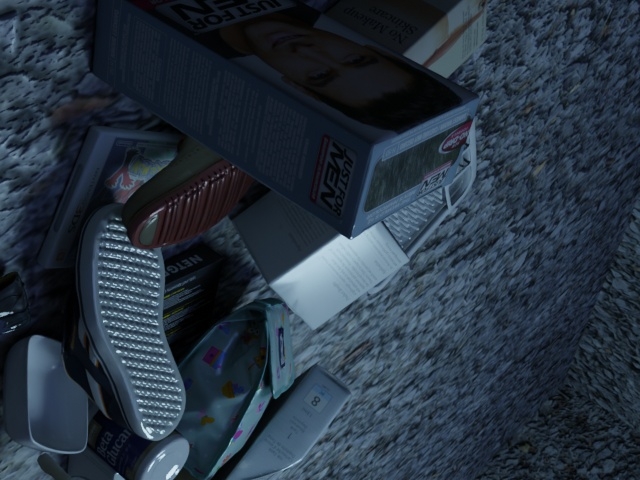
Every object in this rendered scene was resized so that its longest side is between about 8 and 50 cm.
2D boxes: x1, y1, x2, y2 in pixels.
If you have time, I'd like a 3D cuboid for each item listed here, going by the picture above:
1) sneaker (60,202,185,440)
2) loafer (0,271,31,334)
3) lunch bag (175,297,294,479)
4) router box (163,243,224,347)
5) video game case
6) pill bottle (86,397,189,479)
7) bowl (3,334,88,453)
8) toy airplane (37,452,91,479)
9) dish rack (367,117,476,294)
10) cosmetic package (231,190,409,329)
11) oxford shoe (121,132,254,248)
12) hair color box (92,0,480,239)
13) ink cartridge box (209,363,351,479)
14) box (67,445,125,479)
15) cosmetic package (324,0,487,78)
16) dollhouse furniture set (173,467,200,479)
[{"bbox_3d":[-0.264,0.099,1.283,0.126,0.127,0.321,-33,127,-44],"label":"sneaker"},{"bbox_3d":[-0.396,0.080,1.138,0.170,0.062,0.061,-22,116,-55],"label":"loafer"},{"bbox_3d":[-0.133,0.203,1.563,0.262,0.160,0.223,-58,173,3],"label":"lunch bag"},{"bbox_3d":[-0.220,0.094,1.458,0.179,0.046,0.133,-26,141,-47],"label":"router box"},{"bbox_3d":[-0.241,-0.051,1.282,0.201,0.023,0.183,-3,123,-59],"label":"video game case"},{"bbox_3d":[-0.270,0.264,1.425,0.094,0.169,0.094,-41,149,-30],"label":"pill bottle"},{"bbox_3d":[-0.347,0.197,1.292,0.142,0.053,0.142,42,38,-65],"label":"bowl"},{"bbox_3d":[-0.442,0.408,1.249,0.384,0.272,0.386,-24,174,21],"label":"toy airplane"},{"bbox_3d":[0.155,-0.085,1.875,0.333,0.072,0.285,-48,154,-17],"label":"dish rack"},{"bbox_3d":[0.000,0.000,1.522,0.183,0.151,0.151,-35,139,4],"label":"cosmetic package"},{"bbox_3d":[-0.136,-0.111,1.277,0.348,0.130,0.123,-40,167,-41],"label":"oxford shoe"},{"bbox_3d":[-0.045,-0.163,1.085,0.185,0.374,0.114,-29,143,-44],"label":"hair color box"},{"bbox_3d":[-0.119,0.404,1.783,0.385,0.091,0.308,-52,-179,-20],"label":"ink cartridge box"},{"bbox_3d":[-0.306,0.329,1.517,0.087,0.101,0.102,-28,141,-44],"label":"box"},{"bbox_3d":[0.089,-0.270,1.458,0.296,0.153,0.129,-46,151,-23],"label":"cosmetic package"},{"bbox_3d":[-0.296,0.511,1.686,0.197,0.151,0.302,-21,138,-50],"label":"dollhouse furniture set"}]
